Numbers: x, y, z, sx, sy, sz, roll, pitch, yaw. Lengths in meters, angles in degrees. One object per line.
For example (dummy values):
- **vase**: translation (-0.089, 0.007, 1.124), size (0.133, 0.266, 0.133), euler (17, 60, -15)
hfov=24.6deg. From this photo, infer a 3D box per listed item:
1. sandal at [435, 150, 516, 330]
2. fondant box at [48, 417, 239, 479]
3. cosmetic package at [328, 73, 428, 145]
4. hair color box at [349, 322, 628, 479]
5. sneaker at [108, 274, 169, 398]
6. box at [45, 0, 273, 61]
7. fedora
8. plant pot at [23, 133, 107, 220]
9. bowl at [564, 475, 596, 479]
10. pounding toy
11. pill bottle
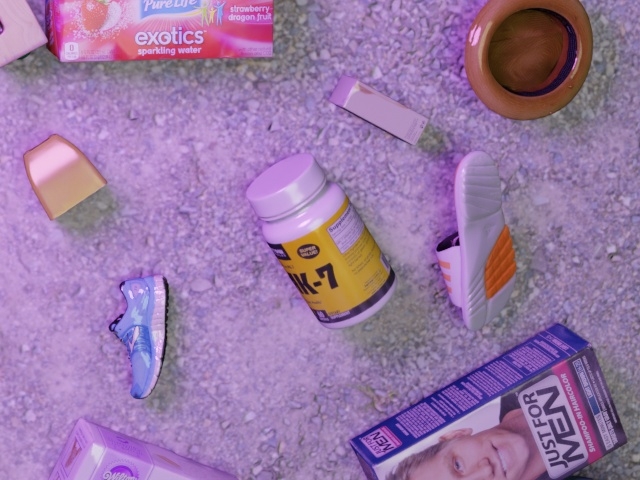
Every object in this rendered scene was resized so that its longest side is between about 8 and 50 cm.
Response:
- **sandal**: translation (0.198, -0.007, 1.954), size (0.102, 0.076, 0.265), euler (-30, 126, -34)
- **fondant box**: translation (-0.269, 0.427, 1.902), size (0.238, 0.096, 0.330), euler (25, 94, -23)
- **cosmetic package**: translation (0.074, -0.167, 1.879), size (0.115, 0.060, 0.041), euler (26, 93, -25)
- **hair color box**: translation (0.235, 0.278, 2.029), size (0.347, 0.105, 0.174), euler (-28, 111, -9)
- **sneaker**: translation (-0.232, 0.121, 1.861), size (0.073, 0.063, 0.162), euler (4, 99, -2)
- **box**: translation (-0.190, -0.280, 1.722), size (0.257, 0.122, 0.128), euler (-3, 104, -18)
- **fedora**: translation (0.260, -0.249, 1.909), size (0.194, 0.079, 0.194), euler (-7, 107, -24)
- **plant pot**: translation (-0.314, -0.082, 1.760), size (0.081, 0.081, 0.083), euler (-35, 102, -7)
- **bowl**: translation (0.351, 0.455, 2.069), size (0.311, 0.163, 0.311), euler (-10, 118, -19)
- **pounding toy**: translation (-0.377, -0.242, 1.665), size (0.100, 0.130, 0.141), euler (-30, 112, -9)
- **pill bottle**: translation (0.000, 0.000, 1.866), size (0.119, 0.119, 0.208), euler (-36, 112, -7)
